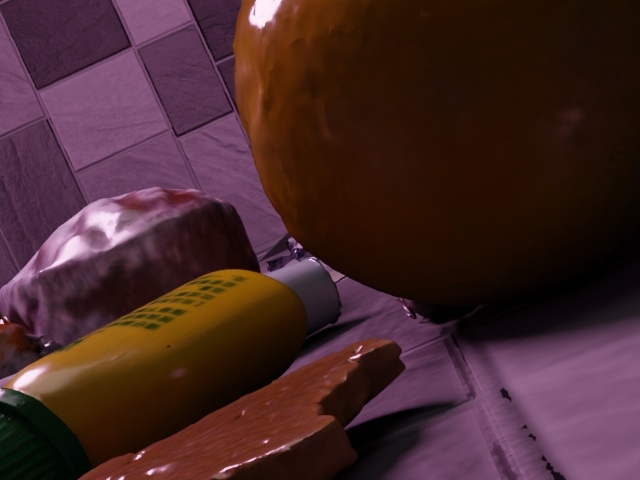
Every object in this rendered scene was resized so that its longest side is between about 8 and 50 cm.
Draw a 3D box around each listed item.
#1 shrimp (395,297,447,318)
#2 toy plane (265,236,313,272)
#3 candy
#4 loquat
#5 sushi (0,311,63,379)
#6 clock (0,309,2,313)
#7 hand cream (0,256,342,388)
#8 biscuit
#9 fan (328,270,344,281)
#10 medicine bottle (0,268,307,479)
[{"bbox_3d":[0.067,0.028,0.625,0.038,0.029,0.092,-32,-7,32],"label":"shrimp"},{"bbox_3d":[0.001,-0.001,1.465,0.078,0.053,0.197,-36,9,-36],"label":"toy plane"},{"bbox_3d":[-0.158,0.043,0.890,0.214,0.157,0.289,-20,2,-17],"label":"candy"},{"bbox_3d":[0.076,-0.082,0.537,0.244,0.243,0.244,-24,3,1],"label":"loquat"},{"bbox_3d":[-0.222,0.108,0.734,0.097,0.103,0.226,-62,9,-22],"label":"sushi"},{"bbox_3d":[-0.495,0.114,1.452,0.189,0.254,0.189,-25,-2,-1],"label":"clock"},{"bbox_3d":[-0.133,0.091,0.664,0.331,0.085,0.058,-22,30,-29],"label":"hand cream"},{"bbox_3d":[-0.066,0.098,0.365,0.250,0.035,0.162,-25,-2,-31],"label":"biscuit"},{"bbox_3d":[-0.051,0.059,1.166,0.191,0.009,0.329,-25,3,4],"label":"fan"},{"bbox_3d":[-0.121,0.090,0.514,0.111,0.076,0.309,-26,1,37],"label":"medicine bottle"}]
